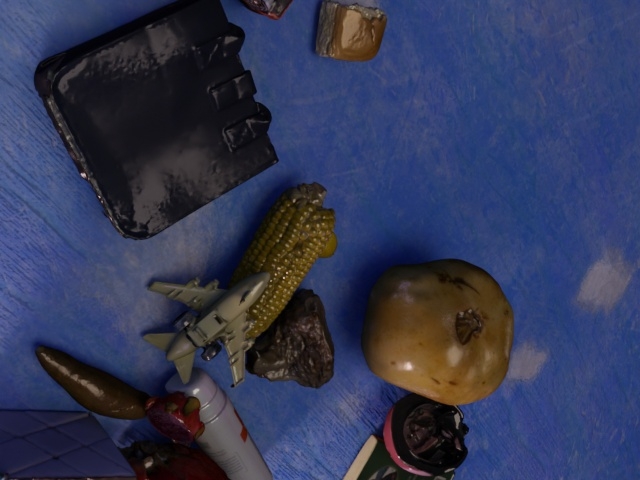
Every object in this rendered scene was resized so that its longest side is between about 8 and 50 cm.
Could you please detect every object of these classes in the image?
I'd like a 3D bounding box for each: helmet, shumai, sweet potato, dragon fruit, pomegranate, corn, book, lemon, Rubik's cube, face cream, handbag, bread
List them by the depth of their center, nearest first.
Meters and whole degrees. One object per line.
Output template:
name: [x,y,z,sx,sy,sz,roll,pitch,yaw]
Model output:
handbag: [-0.244,-0.198,1.149,0.329,0.122,0.303,-33,122,-20]
Rubik's cube: [-0.464,0.421,1.167,0.221,0.231,0.225,15,97,-39]
sweet potato: [-0.399,0.257,1.249,0.243,0.077,0.077,37,85,-38]
dragon fruit: [-0.256,0.311,1.291,0.068,0.112,0.126,-58,134,-38]
bread: [0.060,-0.381,1.319,0.125,0.082,0.106,-3,103,-38]
dragon fruit: [-0.272,0.525,1.323,0.277,0.277,0.343,-6,102,-34]
corn: [-0.086,0.047,1.352,0.130,0.130,0.347,25,98,-39]
face cream: [-0.196,0.385,1.425,0.102,0.102,0.346,-34,125,-20]
shumai: [-0.066,0.205,1.434,0.175,0.166,0.206,-7,112,-9]
lemon: [0.000,0.000,1.438,0.065,0.065,0.092,-47,130,-11]
pomegranate: [0.243,0.194,1.533,0.332,0.332,0.333,-14,115,-31]
helmet: [0.236,0.468,1.736,0.253,0.154,0.198,7,68,-28]
book: [0.180,0.657,1.841,0.371,0.043,0.260,35,84,-40]

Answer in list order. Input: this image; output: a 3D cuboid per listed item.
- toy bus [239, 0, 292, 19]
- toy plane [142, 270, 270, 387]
toy bus: [-0.157,-0.491,1.078,0.329,0.153,0.143,37,86,-40]
toy plane: [-0.189,0.141,1.275,0.256,0.104,0.242,-39,95,22]
